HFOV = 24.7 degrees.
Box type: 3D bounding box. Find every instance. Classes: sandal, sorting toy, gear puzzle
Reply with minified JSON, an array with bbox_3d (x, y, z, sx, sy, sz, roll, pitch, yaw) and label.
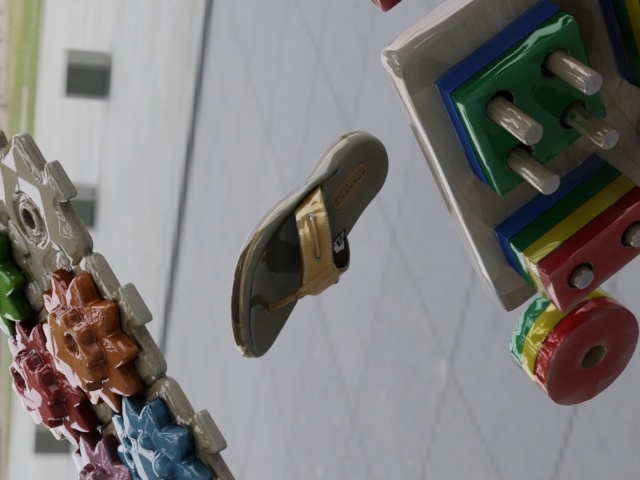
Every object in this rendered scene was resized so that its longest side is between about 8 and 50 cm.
[{"bbox_3d":[0.000,0.000,0.946,0.180,0.049,0.072,-52,-40,-27],"label":"sandal"},{"bbox_3d":[0.100,-0.051,0.483,0.046,0.132,0.274,46,169,44],"label":"sorting toy"},{"bbox_3d":[-0.171,0.032,0.844,0.339,0.044,0.175,58,146,6],"label":"gear puzzle"}]
